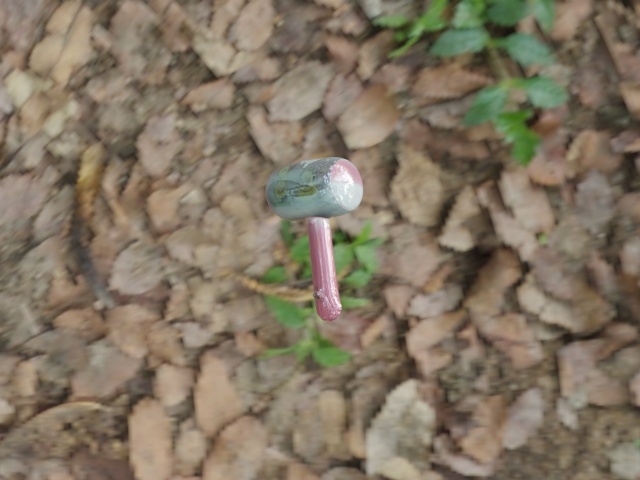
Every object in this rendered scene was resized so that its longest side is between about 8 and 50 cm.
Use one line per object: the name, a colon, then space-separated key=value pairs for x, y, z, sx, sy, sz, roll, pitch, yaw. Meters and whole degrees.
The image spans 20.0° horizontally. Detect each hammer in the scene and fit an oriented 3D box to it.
hammer: x=0.000 y=0.000 z=0.929 sx=0.031 sy=0.052 sz=0.083 roll=-5 pitch=88 yaw=-50
